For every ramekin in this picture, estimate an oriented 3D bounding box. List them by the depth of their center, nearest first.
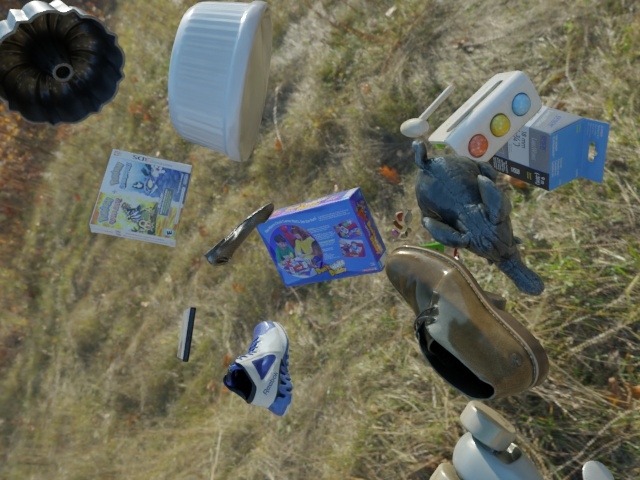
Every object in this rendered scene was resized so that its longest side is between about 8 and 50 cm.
[{"bbox_3d":[-0.170,-0.281,0.903,0.273,0.127,0.272,-169,90,-89],"label":"ramekin"}]

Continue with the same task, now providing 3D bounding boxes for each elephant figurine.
[{"bbox_3d":[0.257,-0.039,0.861,0.239,0.186,0.169,-106,19,-54],"label":"elephant figurine"}]

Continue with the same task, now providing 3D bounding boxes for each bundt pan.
[{"bbox_3d":[-0.684,-0.464,1.335,0.124,0.331,0.331,48,116,25],"label":"bundt pan"}]

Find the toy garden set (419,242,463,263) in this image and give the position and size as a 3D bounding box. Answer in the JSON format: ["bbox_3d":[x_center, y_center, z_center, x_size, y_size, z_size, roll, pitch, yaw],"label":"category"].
[{"bbox_3d":[0.426,0.109,1.882,0.049,0.204,0.244,-117,22,-60],"label":"toy garden set"}]

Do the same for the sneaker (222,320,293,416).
[{"bbox_3d":[-0.192,0.362,1.544,0.127,0.182,0.315,-55,31,29],"label":"sneaker"}]

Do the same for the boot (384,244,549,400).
[{"bbox_3d":[0.174,0.106,0.758,0.305,0.115,0.112,46,139,44],"label":"boot"}]

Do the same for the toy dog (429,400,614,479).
[{"bbox_3d":[0.327,0.396,0.783,0.220,0.161,0.333,-44,63,20],"label":"toy dog"}]

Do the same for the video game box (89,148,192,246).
[{"bbox_3d":[-0.406,-0.100,1.194,0.048,0.187,0.205,119,158,-62],"label":"video game box"}]

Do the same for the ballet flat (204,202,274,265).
[{"bbox_3d":[-0.203,-0.016,1.377,0.250,0.058,0.084,-46,9,-34],"label":"ballet flat"}]

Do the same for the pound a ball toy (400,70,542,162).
[{"bbox_3d":[0.387,-0.306,1.305,0.319,0.208,0.136,-43,25,-8],"label":"pound a ball toy"}]

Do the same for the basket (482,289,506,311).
[{"bbox_3d":[0.417,0.252,1.423,0.154,0.204,0.226,18,100,43],"label":"basket"}]

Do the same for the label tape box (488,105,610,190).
[{"bbox_3d":[0.670,-0.279,1.570,0.106,0.240,0.334,-44,49,-16],"label":"label tape box"}]

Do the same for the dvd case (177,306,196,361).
[{"bbox_3d":[-0.472,0.330,1.820,0.253,0.022,0.180,152,126,-67],"label":"dvd case"}]

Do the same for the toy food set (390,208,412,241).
[{"bbox_3d":[0.275,-0.047,1.764,0.019,0.078,0.122,-107,13,-63],"label":"toy food set"}]

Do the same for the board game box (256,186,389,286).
[{"bbox_3d":[0.000,0.000,1.521,0.347,0.233,0.078,-12,22,35],"label":"board game box"}]
